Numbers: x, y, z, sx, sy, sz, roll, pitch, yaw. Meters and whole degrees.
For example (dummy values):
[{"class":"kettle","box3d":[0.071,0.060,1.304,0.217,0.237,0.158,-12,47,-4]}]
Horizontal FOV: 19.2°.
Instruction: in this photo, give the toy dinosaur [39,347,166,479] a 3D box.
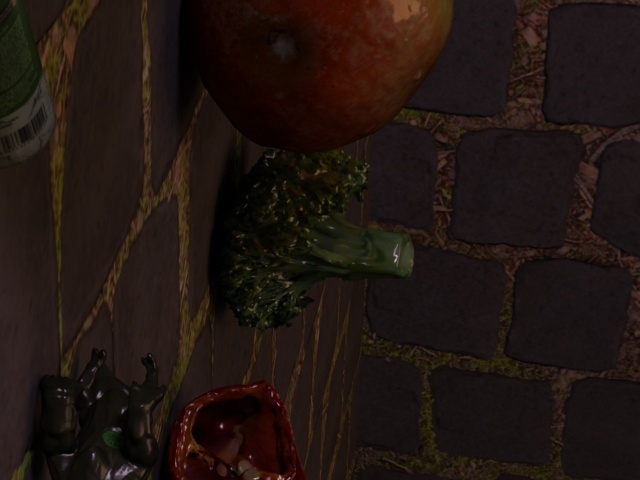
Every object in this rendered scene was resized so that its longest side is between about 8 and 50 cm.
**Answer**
[{"class":"toy dinosaur","box3d":[-0.144,0.169,1.266,0.187,0.087,0.179,-60,155,-70]}]

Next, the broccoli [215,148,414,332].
[{"class":"broccoli","box3d":[0.000,0.000,1.870,0.194,0.194,0.219,85,19,-59]}]

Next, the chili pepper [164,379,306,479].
[{"class":"chili pepper","box3d":[-0.068,0.251,1.794,0.338,0.131,0.134,75,-2,-63]}]

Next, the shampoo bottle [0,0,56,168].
[{"class":"shampoo bottle","box3d":[-0.171,-0.110,0.877,0.204,0.065,0.065,85,14,-60]}]

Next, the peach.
[{"class":"peach","box3d":[-0.005,-0.196,1.536,0.256,0.232,0.232,50,46,-68]}]
